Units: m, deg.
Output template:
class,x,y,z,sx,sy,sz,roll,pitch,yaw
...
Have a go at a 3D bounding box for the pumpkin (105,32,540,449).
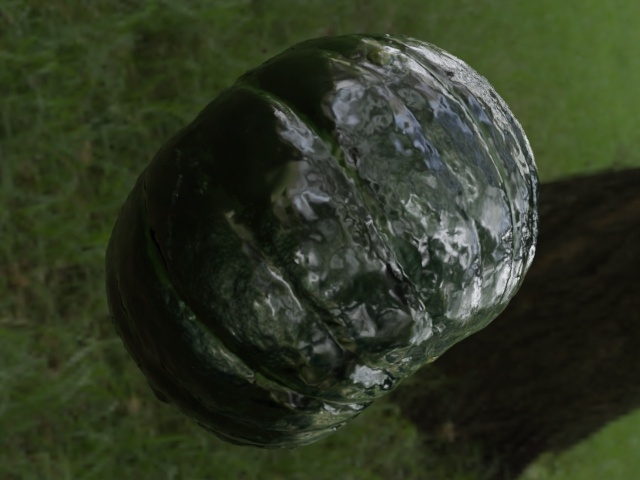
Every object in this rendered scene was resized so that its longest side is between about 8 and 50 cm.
class,x,y,z,sx,sy,sz,roll,pitch,yaw
pumpkin,0.000,0.000,0.700,0.162,0.220,0.220,54,13,11
